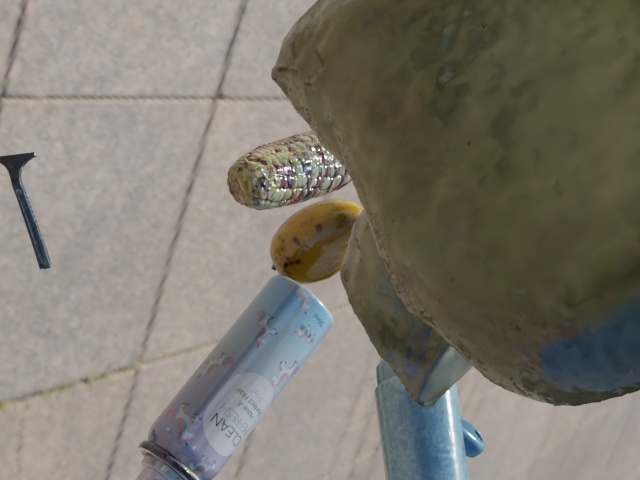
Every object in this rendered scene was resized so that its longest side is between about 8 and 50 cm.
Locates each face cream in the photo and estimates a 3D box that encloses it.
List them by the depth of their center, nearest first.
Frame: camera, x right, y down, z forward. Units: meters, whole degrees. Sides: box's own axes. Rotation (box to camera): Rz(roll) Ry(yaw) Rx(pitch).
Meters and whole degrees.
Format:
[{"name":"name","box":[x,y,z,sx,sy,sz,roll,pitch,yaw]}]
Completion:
[{"name":"face cream","box":[-0.082,0.138,1.147,0.229,0.075,0.075,-52,151,-20]}]

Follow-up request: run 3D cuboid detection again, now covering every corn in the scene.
[{"name":"corn","box":[-0.035,-0.085,1.574,0.253,0.086,0.086,-24,132,-58]}]

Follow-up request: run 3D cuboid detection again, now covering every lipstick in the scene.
[{"name":"lipstick","box":[0.069,0.094,0.969,0.068,0.061,0.274,99,-14,-65]}]

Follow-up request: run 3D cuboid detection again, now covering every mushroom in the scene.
[{"name":"mushroom","box":[0.109,-0.056,0.625,0.217,0.292,0.212,53,22,-20]}]

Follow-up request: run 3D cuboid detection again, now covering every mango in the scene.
[{"name":"mango","box":[0.000,0.000,1.194,0.079,0.057,0.114,18,140,-38]}]

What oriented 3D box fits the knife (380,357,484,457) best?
[{"name":"knife","box":[0.150,0.226,1.703,0.032,0.058,0.244,-33,134,16]}]

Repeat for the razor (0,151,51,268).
[{"name":"razor","box":[-0.423,-0.037,1.865,0.033,0.066,0.190,-87,169,-57]}]
